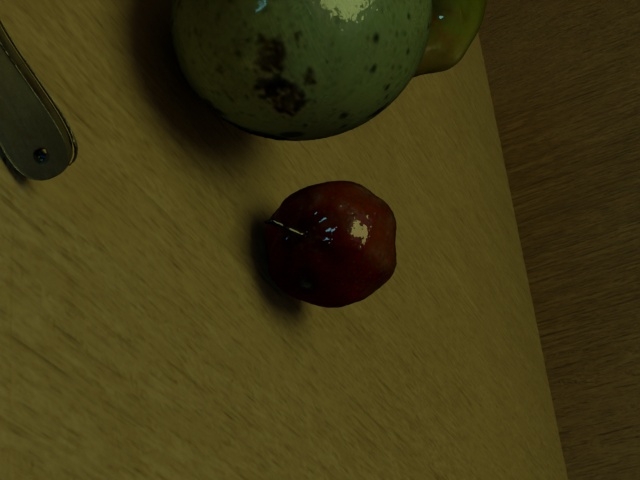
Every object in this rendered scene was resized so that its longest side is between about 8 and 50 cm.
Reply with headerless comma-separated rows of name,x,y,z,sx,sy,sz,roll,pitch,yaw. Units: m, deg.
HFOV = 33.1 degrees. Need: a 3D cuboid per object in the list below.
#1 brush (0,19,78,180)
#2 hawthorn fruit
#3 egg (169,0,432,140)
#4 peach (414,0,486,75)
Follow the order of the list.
brush,-0.278,-0.199,0.828,0.065,0.070,0.327,-87,153,-69
hawthorn fruit,0.000,0.000,1.257,0.194,0.157,0.157,15,58,-55
egg,-0.022,-0.254,1.229,0.287,0.287,0.379,64,34,-17
peach,0.136,-0.426,1.817,0.314,0.281,0.315,62,11,-7
